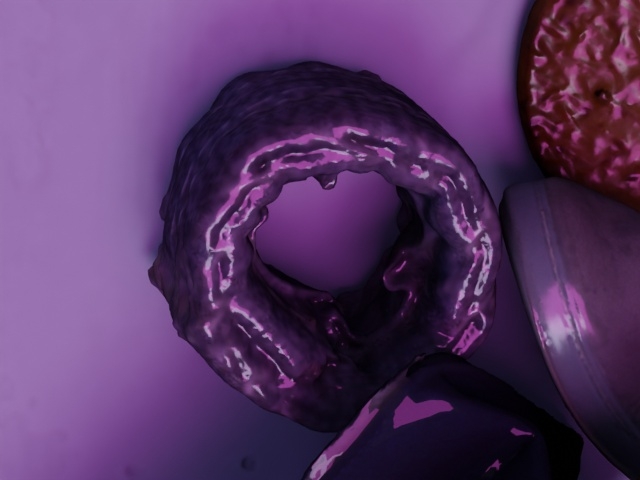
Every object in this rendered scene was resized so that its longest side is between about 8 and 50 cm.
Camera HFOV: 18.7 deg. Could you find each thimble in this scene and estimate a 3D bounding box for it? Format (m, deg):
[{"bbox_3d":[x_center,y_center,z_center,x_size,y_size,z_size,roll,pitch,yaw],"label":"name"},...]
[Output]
[{"bbox_3d":[0.002,0.001,0.851,0.150,0.098,0.150,-5,112,-13],"label":"thimble"}]

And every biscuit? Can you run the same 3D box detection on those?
[{"bbox_3d":[0.179,-0.083,0.899,0.188,0.027,0.188,-5,114,-10],"label":"biscuit"}]

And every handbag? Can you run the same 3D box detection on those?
[{"bbox_3d":[0.013,0.218,0.890,0.325,0.118,0.269,-45,154,7],"label":"handbag"}]

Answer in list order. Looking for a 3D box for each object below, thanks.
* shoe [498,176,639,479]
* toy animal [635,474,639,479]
[{"bbox_3d":[0.171,0.055,0.896,0.100,0.103,0.251,-24,132,20],"label":"shoe"},{"bbox_3d":[0.163,0.146,0.817,0.179,0.089,0.188,-63,149,-9],"label":"toy animal"}]
